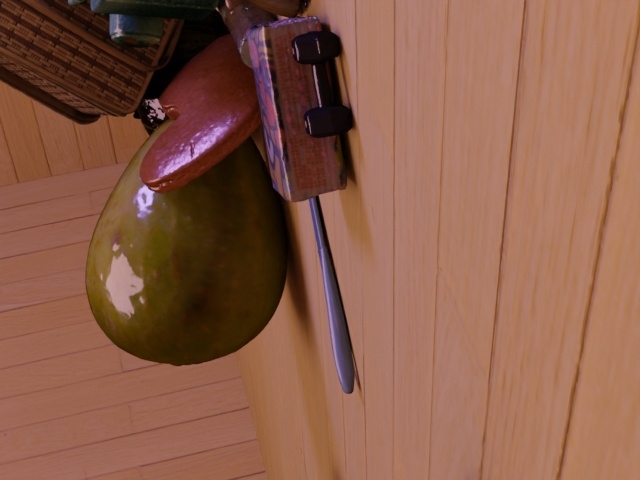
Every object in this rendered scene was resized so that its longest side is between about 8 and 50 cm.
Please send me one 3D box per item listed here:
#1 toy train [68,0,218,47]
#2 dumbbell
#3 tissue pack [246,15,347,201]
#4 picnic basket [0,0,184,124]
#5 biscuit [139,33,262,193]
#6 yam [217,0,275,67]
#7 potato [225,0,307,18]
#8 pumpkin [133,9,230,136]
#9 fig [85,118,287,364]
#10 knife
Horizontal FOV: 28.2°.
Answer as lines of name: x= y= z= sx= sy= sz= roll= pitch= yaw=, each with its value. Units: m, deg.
toy train: x=-0.194 y=-0.367 z=1.385 sx=0.238 sy=0.166 sz=0.299 roll=176 pitch=94 yaw=-71
dumbbell: x=0.001 y=-0.124 z=1.005 sx=0.036 sy=0.040 sz=0.083 roll=-37 pitch=-61 yaw=-65
tissue pack: x=-0.020 y=-0.114 z=1.080 sx=0.108 sy=0.060 sz=0.148 roll=-140 pitch=40 yaw=-76
picnic basket: x=-0.291 y=-0.321 z=1.576 sx=0.175 sy=0.228 sz=0.313 roll=13 pitch=76 yaw=57
biscuit: x=-0.148 y=-0.153 z=1.507 sx=0.036 sy=0.186 sz=0.192 roll=46 pitch=-168 yaw=-38
yam: x=-0.072 y=-0.225 z=1.322 sx=0.132 sy=0.054 sz=0.054 roll=-114 pitch=14 yaw=-53
potato: x=-0.083 y=-0.306 z=1.090 sx=0.299 sy=0.116 sz=0.239 roll=98 pitch=155 yaw=-72
pumpkin: x=-0.186 y=-0.214 z=1.743 sx=0.238 sy=0.159 sz=0.238 roll=167 pitch=90 yaw=-81
fig: x=-0.165 y=-0.002 z=1.606 sx=0.258 sy=0.258 sz=0.326 roll=-128 pitch=45 yaw=-72
knife: x=0.000 y=0.000 z=1.287 sx=0.044 sy=0.019 sz=0.313 roll=130 pitch=129 yaw=-83
